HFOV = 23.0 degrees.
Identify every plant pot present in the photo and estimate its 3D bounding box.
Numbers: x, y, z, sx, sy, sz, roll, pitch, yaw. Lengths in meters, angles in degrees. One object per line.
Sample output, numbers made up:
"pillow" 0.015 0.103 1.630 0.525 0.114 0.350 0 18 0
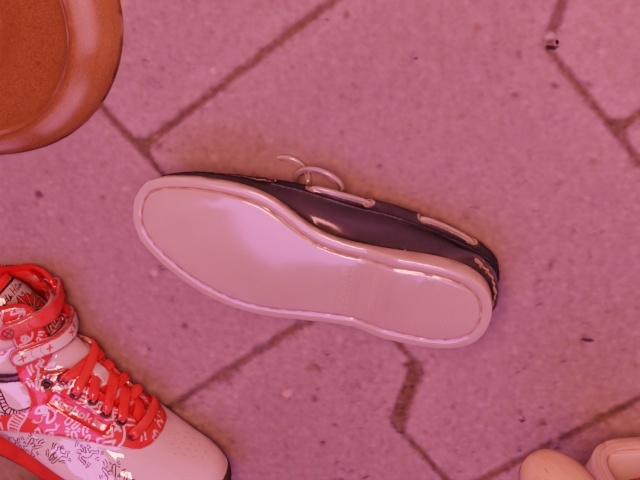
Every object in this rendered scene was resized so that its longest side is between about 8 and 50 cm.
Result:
"plant pot" -0.253 -0.158 1.086 0.236 0.032 0.236 7 122 12

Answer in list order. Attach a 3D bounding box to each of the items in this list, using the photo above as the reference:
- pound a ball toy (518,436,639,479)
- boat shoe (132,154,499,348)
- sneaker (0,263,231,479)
"pound a ball toy" 0.178 0.251 1.132 0.208 0.135 0.319 1 130 -27
"boat shoe" 0.000 0.000 1.082 0.255 0.079 0.095 12 121 6
"sneaker" -0.189 0.109 1.199 0.270 0.090 0.145 20 127 7
